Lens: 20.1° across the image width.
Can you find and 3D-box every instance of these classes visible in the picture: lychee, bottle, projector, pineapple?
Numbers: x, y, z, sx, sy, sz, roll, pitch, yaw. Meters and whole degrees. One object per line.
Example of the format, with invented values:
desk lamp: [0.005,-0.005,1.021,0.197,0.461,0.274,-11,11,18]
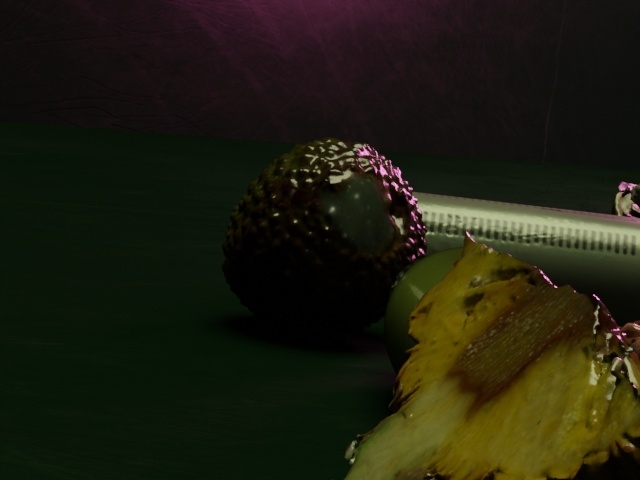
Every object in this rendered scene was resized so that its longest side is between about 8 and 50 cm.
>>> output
lychee: [0.000,0.000,1.413,0.171,0.171,0.171,6,7,-1]
bottle: [0.097,0.060,1.172,0.112,0.112,0.260,5,7,-8]
projector: [0.153,0.016,1.585,0.338,0.108,0.108,7,7,2]
pineapple: [0.100,0.120,0.850,0.140,0.164,0.250,46,-5,-24]

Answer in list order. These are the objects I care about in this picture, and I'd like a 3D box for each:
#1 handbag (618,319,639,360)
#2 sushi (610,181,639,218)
handbag: [0.232,0.093,0.960,0.157,0.059,0.212,42,7,-2]
sushi: [0.367,-0.006,1.884,0.139,0.131,0.291,7,15,-8]
